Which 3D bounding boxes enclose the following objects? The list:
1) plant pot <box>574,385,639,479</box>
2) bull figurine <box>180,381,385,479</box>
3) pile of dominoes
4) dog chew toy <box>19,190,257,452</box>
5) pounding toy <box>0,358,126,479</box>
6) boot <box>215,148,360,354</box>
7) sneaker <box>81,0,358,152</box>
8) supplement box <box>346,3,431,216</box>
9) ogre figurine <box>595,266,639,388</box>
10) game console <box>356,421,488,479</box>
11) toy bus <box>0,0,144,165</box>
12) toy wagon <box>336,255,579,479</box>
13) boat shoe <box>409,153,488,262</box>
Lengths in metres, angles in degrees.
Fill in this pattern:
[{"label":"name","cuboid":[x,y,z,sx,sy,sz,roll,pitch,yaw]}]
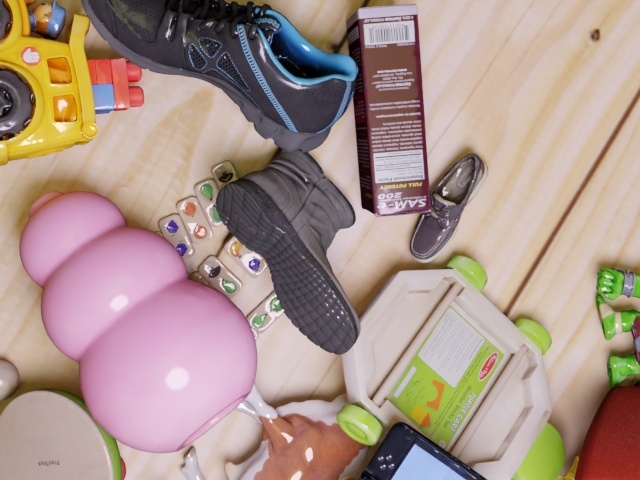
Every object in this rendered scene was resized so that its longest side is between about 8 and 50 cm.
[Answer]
[{"label":"plant pot","cuboid":[0.432,0.316,1.195,0.267,0.236,0.267,0,120,13]},{"label":"bull figurine","cuboid":[-0.057,0.279,1.264,0.188,0.101,0.310,38,90,-3]},{"label":"pile of dominoes","cuboid":[-0.137,0.048,1.264,0.251,0.040,0.196,-44,97,0]},{"label":"dog chew toy","cuboid":[-0.224,0.080,1.172,0.206,0.206,0.332,-39,81,0]},{"label":"pounding toy","cuboid":[-0.320,0.251,1.254,0.236,0.110,0.183,20,107,23]},{"label":"boot","cuboid":[0.000,0.000,1.204,0.083,0.161,0.246,-37,88,43]},{"label":"sneaker","cuboid":[-0.112,-0.242,1.174,0.340,0.139,0.125,28,55,-12]},{"label":"supplement box","cuboid":[0.081,-0.154,1.215,0.073,0.130,0.240,-5,97,-4]},{"label":"ogre figurine","cuboid":[0.421,0.126,1.287,0.118,0.097,0.197,-9,85,8]},{"label":"game console","cuboid":[0.104,0.293,1.100,0.144,0.085,0.124,34,111,12]},{"label":"toy bus","cuboid":[-0.320,-0.206,1.182,0.211,0.149,0.220,-10,94,-16]},{"label":"toy wagon","cuboid":[0.183,0.197,1.242,0.344,0.068,0.267,43,63,-8]},{"label":"boat shoe","cuboid":[0.154,-0.045,1.264,0.056,0.049,0.152,28,86,27]}]
